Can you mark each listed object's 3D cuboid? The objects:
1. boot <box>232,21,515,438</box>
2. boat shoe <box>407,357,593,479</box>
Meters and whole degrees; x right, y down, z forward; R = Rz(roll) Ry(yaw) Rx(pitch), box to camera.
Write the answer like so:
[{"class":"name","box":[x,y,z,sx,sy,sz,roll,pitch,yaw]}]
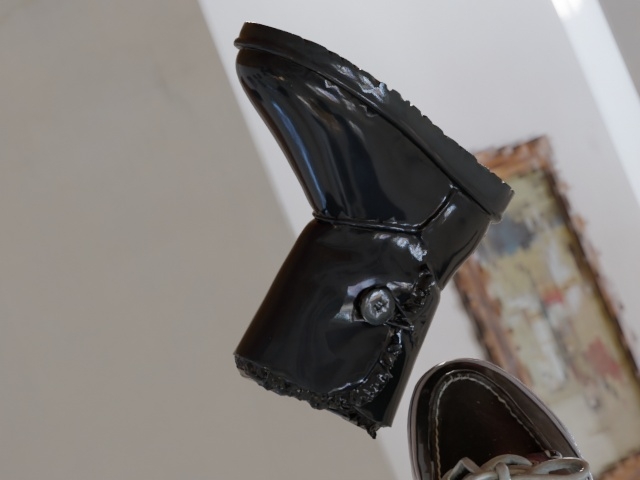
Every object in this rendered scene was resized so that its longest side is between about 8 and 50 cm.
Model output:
[{"class":"boot","box":[0.000,0.000,1.025,0.094,0.246,0.207,20,-102,56]},{"class":"boat shoe","box":[0.121,0.176,0.929,0.113,0.306,0.105,-17,138,3]}]
